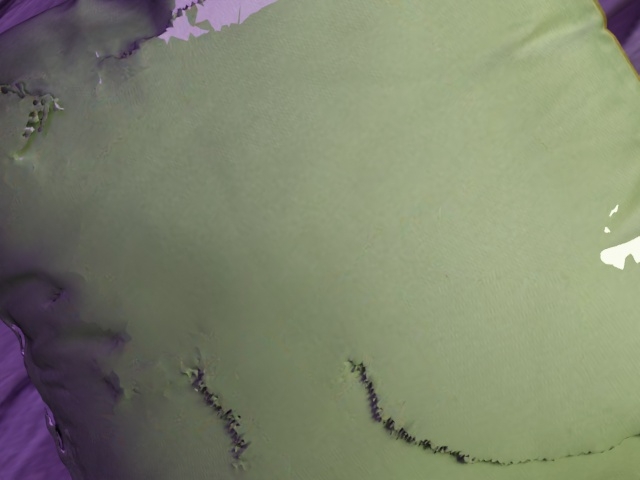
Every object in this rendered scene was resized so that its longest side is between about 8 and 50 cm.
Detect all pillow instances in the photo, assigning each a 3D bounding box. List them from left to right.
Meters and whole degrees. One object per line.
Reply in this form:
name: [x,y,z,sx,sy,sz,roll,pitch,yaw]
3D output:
pillow: [0.000,0.000,0.602,0.312,0.310,0.119,-30,-5,17]
